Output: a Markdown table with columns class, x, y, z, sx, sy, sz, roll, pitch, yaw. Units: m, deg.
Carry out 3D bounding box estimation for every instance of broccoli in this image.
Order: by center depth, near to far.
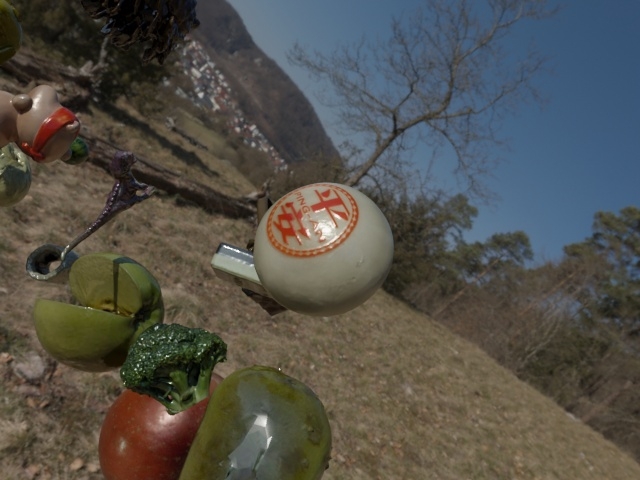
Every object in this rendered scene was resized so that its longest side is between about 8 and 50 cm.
| class | x | y | z | sx | sy | sz | roll | pitch | yaw |
| --- | --- | --- | --- | --- | --- | --- | --- | --- | --- |
| broccoli | -0.222 | 0.188 | 0.723 | 0.138 | 0.162 | 0.146 | 63 | -15 | 6 |

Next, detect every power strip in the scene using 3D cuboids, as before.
| class | x | y | z | sx | sy | sz | roll | pitch | yaw |
| --- | --- | --- | --- | --- | --- | --- | --- | --- | --- |
| power strip | -0.127 | 0.085 | 1.065 | 0.256 | 0.070 | 0.105 | 21 | -22 | 4 |

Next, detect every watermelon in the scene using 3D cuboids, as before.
| class | x | y | z | sx | sy | sz | roll | pitch | yaw |
| --- | --- | --- | --- | --- | --- | --- | --- | --- | --- |
| watermelon | -0.837 | -0.300 | 1.572 | 0.109 | 0.109 | 0.109 | 50 | 4 | -4 |

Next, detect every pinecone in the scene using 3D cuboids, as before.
| class | x | y | z | sx | sy | sz | roll | pitch | yaw |
| --- | --- | --- | --- | --- | --- | --- | --- | --- | --- |
| pinecone | -0.424 | -0.571 | 1.104 | 0.296 | 0.242 | 0.299 | 35 | 54 | -62 |

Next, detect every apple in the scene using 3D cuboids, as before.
| class | x | y | z | sx | sy | sz | roll | pitch | yaw |
| --- | --- | --- | --- | --- | --- | --- | --- | --- | --- |
| apple | -0.528 | 0.174 | 1.149 | 0.254 | 0.292 | 0.292 | 4 | -17 | 23 |
| apple | -0.357 | 0.481 | 1.161 | 0.276 | 0.349 | 0.348 | 19 | -17 | 38 |

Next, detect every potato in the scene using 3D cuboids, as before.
| class | x | y | z | sx | sy | sz | roll | pitch | yaw |
| --- | --- | --- | --- | --- | --- | --- | --- | --- | --- |
| potato | -0.103 | 0.339 | 0.693 | 0.210 | 0.308 | 0.173 | 20 | -27 | 13 |

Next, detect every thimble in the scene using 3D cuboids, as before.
| class | x | y | z | sx | sy | sz | roll | pitch | yaw |
| --- | --- | --- | --- | --- | --- | --- | --- | --- | --- |
| thimble | -0.738 | 0.067 | 1.304 | 0.090 | 0.115 | 0.102 | 79 | 10 | -78 |

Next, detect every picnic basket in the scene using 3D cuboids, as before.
| class | x | y | z | sx | sy | sz | roll | pitch | yaw |
| --- | --- | --- | --- | --- | --- | --- | --- | --- | --- |
| picnic basket | -0.110 | 0.051 | 1.409 | 0.321 | 0.291 | 0.254 | 61 | 17 | -44 |

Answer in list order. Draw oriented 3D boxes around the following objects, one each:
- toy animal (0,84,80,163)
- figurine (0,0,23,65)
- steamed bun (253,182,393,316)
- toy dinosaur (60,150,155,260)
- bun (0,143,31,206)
| class | x | y | z | sx | sy | sz | roll | pitch | yaw |
| --- | --- | --- | --- | --- | --- | --- | --- | --- | --- |
| toy animal | -0.631 | -0.250 | 1.017 | 0.197 | 0.171 | 0.171 | 6 | 34 | -38 |
| figurine | -0.838 | -0.549 | 1.094 | 0.326 | 0.169 | 0.218 | 29 | -43 | 15 |
| steamed bun | 0.000 | 0.000 | 0.748 | 0.232 | 0.231 | 0.145 | 52 | -12 | 32 |
| toy dinosaur | -0.464 | -0.085 | 1.037 | 0.072 | 0.251 | 0.200 | 41 | 6 | -2 |
| bun | -0.785 | -0.179 | 1.150 | 0.164 | 0.111 | 0.188 | 64 | 5 | -71 |
